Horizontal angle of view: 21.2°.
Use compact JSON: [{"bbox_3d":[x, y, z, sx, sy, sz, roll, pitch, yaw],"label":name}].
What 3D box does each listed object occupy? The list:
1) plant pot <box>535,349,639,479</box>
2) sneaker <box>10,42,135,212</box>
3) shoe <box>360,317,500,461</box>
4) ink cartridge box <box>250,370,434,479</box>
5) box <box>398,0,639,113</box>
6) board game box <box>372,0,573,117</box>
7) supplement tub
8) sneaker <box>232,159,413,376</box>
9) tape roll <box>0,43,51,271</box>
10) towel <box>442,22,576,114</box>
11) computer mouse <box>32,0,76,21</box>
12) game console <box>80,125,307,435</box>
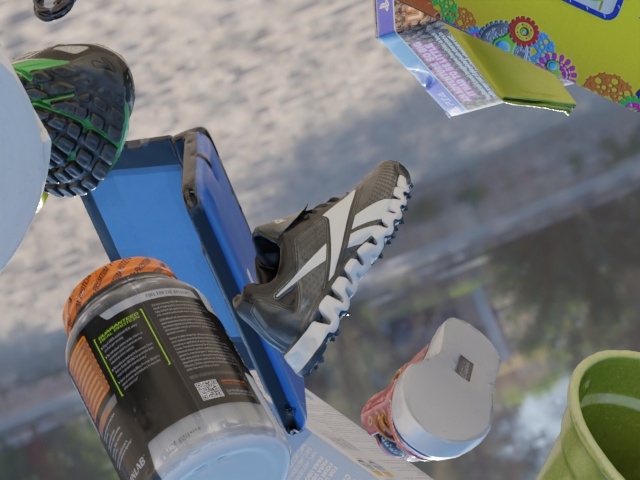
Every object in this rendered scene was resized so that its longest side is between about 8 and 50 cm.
[{"bbox_3d":[0.316,0.299,1.778,0.276,0.276,0.254,-17,145,-51],"label":"plant pot"},{"bbox_3d":[-0.242,-0.124,1.507,0.146,0.134,0.343,-59,-162,-19],"label":"sneaker"},{"bbox_3d":[0.064,0.114,1.082,0.081,0.063,0.178,-52,179,21],"label":"shoe"},{"bbox_3d":[0.011,0.312,2.132,0.151,0.395,0.270,-59,160,3],"label":"ink cartridge box"},{"bbox_3d":[0.214,-0.211,0.959,0.290,0.279,0.177,-44,157,-53],"label":"box"},{"bbox_3d":[0.242,-0.296,2.114,0.291,0.141,0.232,-14,152,23],"label":"board game box"},{"bbox_3d":[-0.109,0.107,1.216,0.117,0.190,0.117,-20,141,-17],"label":"supplement tub"},{"bbox_3d":[0.000,0.000,1.463,0.234,0.106,0.078,-59,-175,-35],"label":"sneaker"},{"bbox_3d":[-0.338,-0.058,1.180,0.286,0.100,0.286,-15,131,-18],"label":"tape roll"},{"bbox_3d":[0.183,-0.214,1.854,0.102,0.237,0.021,2,128,-30],"label":"towel"},{"bbox_3d":[-0.225,-0.288,1.749,0.071,0.041,0.242,14,-135,19],"label":"computer mouse"},{"bbox_3d":[-0.142,0.050,1.754,0.173,0.293,0.250,-20,-156,6],"label":"game console"}]
